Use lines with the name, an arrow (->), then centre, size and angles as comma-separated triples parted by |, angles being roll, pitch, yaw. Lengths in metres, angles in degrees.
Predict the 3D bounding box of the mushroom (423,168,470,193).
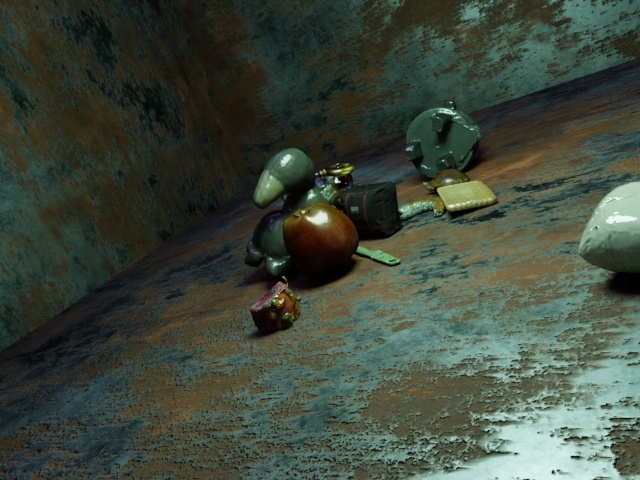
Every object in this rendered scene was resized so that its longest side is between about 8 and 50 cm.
mushroom -> 0.458, -0.217, 1.923 | 0.170, 0.080, 0.135 | -8, 11, 33

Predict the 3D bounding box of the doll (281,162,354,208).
doll -> -0.020, -0.239, 2.293 | 0.339, 0.209, 0.318 | 2, -1, -7

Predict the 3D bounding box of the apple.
apple -> 0.001, 0.000, 1.589 | 0.234, 0.234, 0.234 | -21, 16, 6

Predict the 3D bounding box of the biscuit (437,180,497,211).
biscuit -> 0.476, -0.147, 1.730 | 0.160, 0.030, 0.250 | -10, 18, 7

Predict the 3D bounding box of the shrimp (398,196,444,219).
shrimp -> 0.340, -0.097, 1.774 | 0.161, 0.049, 0.166 | -23, 23, -5

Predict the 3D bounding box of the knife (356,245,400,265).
knife -> 0.162, 0.041, 1.596 | 0.043, 0.020, 0.293 | -26, 16, -15

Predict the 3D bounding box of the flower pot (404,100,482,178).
flower pot -> 0.502, -0.402, 2.097 | 0.299, 0.299, 0.283 | -11, 12, 36

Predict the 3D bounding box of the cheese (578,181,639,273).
cheese -> 0.593, -0.020, 0.953 | 0.198, 0.154, 0.189 | -2, 46, 44

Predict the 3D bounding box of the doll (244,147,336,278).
doll -> -0.136, -0.080, 1.763 | 0.252, 0.379, 0.382 | 4, 47, 49

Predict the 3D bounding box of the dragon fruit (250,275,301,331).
dragon fruit -> -0.108, 0.177, 1.388 | 0.147, 0.102, 0.096 | -40, 14, -21

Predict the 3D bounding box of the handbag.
handbag -> 0.169, -0.101, 1.778 | 0.155, 0.169, 0.215 | -31, 20, -37
